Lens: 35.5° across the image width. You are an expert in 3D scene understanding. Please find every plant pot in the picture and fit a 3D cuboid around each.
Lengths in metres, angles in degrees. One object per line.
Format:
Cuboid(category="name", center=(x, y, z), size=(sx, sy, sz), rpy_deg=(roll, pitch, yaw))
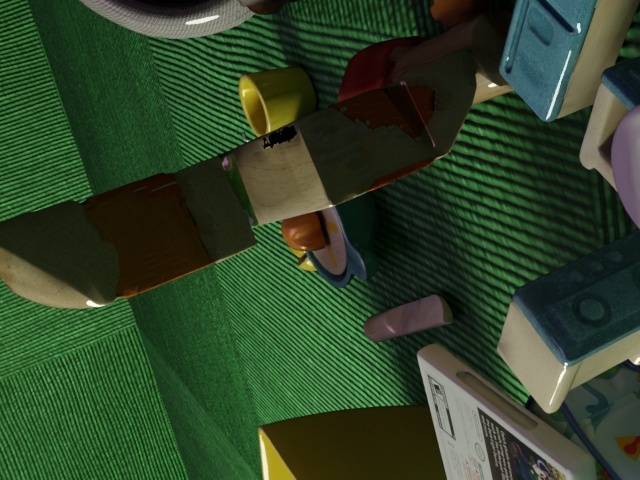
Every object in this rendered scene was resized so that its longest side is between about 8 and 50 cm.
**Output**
Cuboid(category="plant pot", center=(0.075, 0.281, 0.957), size=(0.212, 0.187, 0.212), rpy_deg=(47, 148, 47))

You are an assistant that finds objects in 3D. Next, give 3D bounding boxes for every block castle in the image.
Cuboid(category="block castle", center=(-0.113, -0.137, 0.630), size=(0.213, 0.453, 0.303), rpy_deg=(-12, 101, 63))

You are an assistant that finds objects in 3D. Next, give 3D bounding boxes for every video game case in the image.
Cuboid(category="video game case", center=(0.136, 0.183, 0.684), size=(0.173, 0.022, 0.191), rpy_deg=(36, 145, 58))

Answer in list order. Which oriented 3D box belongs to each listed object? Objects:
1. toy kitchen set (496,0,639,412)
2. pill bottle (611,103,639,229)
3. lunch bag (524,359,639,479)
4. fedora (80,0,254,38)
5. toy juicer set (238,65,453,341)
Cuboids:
Cuboid(category="toy kitchen set", center=(0.126, -0.051, 0.501), size=(0.207, 0.166, 0.122), rpy_deg=(56, 158, 30))
Cuboid(category="pill bottle", center=(0.188, -0.044, 0.415), size=(0.067, 0.120, 0.067), rpy_deg=(53, 156, 36))
Cuboid(category="lunch bag", center=(0.214, 0.193, 0.651), size=(0.219, 0.090, 0.176), rpy_deg=(54, 156, 34))
Cuboid(category="fedora", center=(-0.133, -0.310, 0.885), size=(0.275, 0.244, 0.124), rpy_deg=(45, -170, 0))
Cuboid(category="toy juicer set", center=(0.000, 0.000, 1.010), size=(0.329, 0.089, 0.209), rpy_deg=(59, 159, 23))
